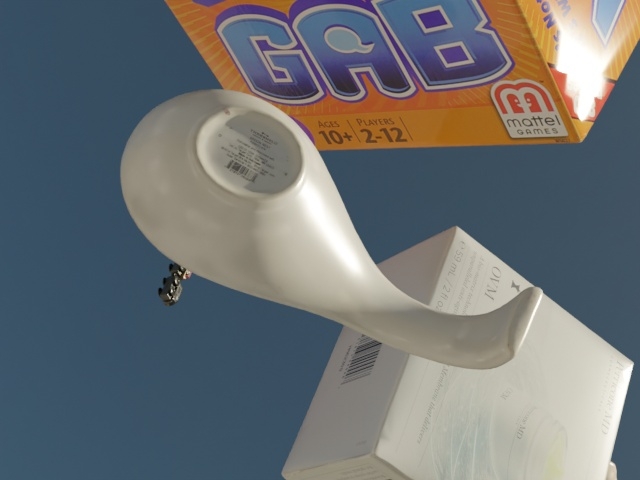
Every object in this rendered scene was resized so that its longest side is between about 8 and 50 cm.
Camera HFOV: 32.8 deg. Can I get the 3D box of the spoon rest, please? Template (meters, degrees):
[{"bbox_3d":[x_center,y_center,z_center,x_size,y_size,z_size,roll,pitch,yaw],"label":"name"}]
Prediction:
[{"bbox_3d":[0.000,0.000,0.695,0.276,0.137,0.084,31,-35,3],"label":"spoon rest"}]

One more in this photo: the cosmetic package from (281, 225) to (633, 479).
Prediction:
[{"bbox_3d":[0.126,0.152,0.932,0.224,0.224,0.138,36,-34,-19],"label":"cosmetic package"}]

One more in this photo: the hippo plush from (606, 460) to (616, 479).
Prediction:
[{"bbox_3d":[0.225,0.331,1.481,0.234,0.294,0.237,32,-90,-12],"label":"hippo plush"}]

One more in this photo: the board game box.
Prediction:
[{"bbox_3d":[0.077,-0.328,0.958,0.356,0.356,0.357,3,-42,42],"label":"board game box"}]

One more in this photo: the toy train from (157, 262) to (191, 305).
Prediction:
[{"bbox_3d":[-0.198,0.039,1.565,0.027,0.158,0.036,-8,-55,19],"label":"toy train"}]
